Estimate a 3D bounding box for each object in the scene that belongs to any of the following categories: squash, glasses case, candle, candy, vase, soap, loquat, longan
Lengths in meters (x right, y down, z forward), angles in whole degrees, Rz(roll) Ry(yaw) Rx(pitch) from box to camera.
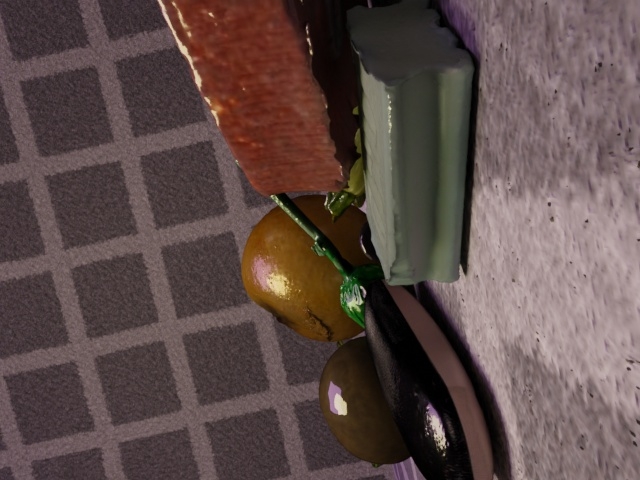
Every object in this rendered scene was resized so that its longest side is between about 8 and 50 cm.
[{"bbox_3d":[0.051,-0.118,0.708,0.090,0.075,0.200,-173,92,-71],"label":"squash"},{"bbox_3d":[0.100,0.138,0.576,0.314,0.075,0.121,-114,13,-71],"label":"glasses case"},{"bbox_3d":[-0.036,-0.180,0.464,0.317,0.132,0.286,-27,-69,-73],"label":"candle"},{"bbox_3d":[-0.001,0.000,0.761,0.323,0.097,0.097,46,-176,-6],"label":"candy"},{"bbox_3d":[0.083,-0.005,0.737,0.211,0.060,0.059,-26,-76,-84],"label":"vase"},{"bbox_3d":[0.064,-0.064,0.411,0.114,0.064,0.198,-101,0,-45],"label":"soap"},{"bbox_3d":[-0.001,0.050,0.932,0.263,0.263,0.262,-12,-90,-90],"label":"loquat"},{"bbox_3d":[0.083,0.227,0.780,0.167,0.168,0.187,-102,-1,-65],"label":"longan"}]

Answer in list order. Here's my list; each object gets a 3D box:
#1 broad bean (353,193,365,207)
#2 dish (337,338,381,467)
[{"bbox_3d":[0.054,-0.164,1.181,0.070,0.048,0.213,79,176,-59],"label":"broad bean"},{"bbox_3d":[0.145,0.393,1.382,0.324,0.124,0.323,165,90,-84],"label":"dish"}]
